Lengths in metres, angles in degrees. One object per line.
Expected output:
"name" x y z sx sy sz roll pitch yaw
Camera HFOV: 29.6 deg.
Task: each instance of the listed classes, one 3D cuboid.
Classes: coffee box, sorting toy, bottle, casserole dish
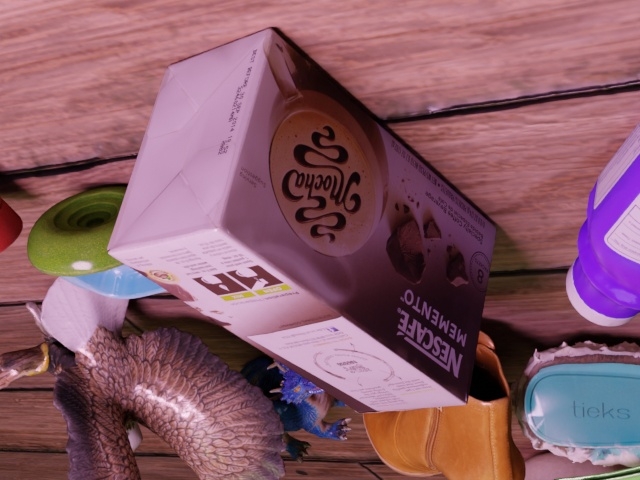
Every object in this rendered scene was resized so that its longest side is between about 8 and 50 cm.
"coffee box" 0.000 0.000 0.933 0.118 0.168 0.297 -11 144 40
"sorting toy" -0.229 -0.051 1.050 0.365 0.127 0.126 -1 121 20
"bottle" 0.253 -0.020 0.862 0.118 0.092 0.283 15 153 -2
"casserole dish" -0.190 0.011 1.186 0.188 0.037 0.114 -15 141 42

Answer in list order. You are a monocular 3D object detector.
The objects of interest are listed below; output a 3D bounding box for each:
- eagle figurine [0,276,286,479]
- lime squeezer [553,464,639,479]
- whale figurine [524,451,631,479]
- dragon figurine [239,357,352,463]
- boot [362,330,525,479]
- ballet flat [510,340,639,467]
"eagle figurine" -0.202 0.192 1.295 0.298 0.226 0.225 41 -173 29
"lime squeezer" 0.329 0.156 1.033 0.110 0.059 0.310 30 122 -9
"whale figurine" 0.358 0.353 1.479 0.272 0.141 0.216 14 153 -3
"dragon figurine" -0.058 0.191 1.414 0.144 0.085 0.289 30 144 -25
"boot" 0.124 0.160 1.254 0.104 0.295 0.211 -16 119 -18
"ballet flat" 0.387 0.153 1.133 0.408 0.147 0.147 6 153 20
